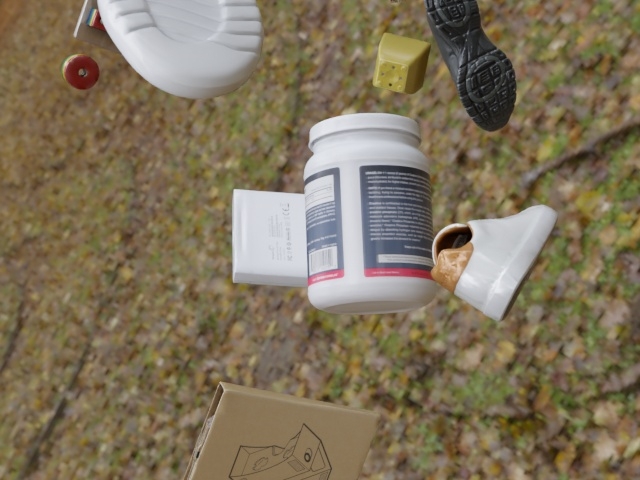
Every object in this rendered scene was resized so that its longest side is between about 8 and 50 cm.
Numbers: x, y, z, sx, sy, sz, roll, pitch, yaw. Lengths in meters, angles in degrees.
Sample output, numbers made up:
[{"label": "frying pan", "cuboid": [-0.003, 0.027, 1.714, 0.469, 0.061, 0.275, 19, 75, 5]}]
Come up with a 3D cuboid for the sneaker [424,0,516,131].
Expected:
[{"label": "sneaker", "cuboid": [0.267, -0.332, 2.003, 0.109, 0.286, 0.130, -21, 4, 1]}]

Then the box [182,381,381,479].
[{"label": "box", "cuboid": [-0.047, 0.247, 1.230, 0.021, 0.201, 0.164, 40, 112, 60]}]

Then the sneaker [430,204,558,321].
[{"label": "sneaker", "cuboid": [0.214, 0.001, 1.384, 0.290, 0.123, 0.106, -34, -32, -65]}]

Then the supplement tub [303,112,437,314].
[{"label": "supplement tub", "cuboid": [0.072, -0.034, 1.661, 0.191, 0.191, 0.272, -18, 70, 56]}]

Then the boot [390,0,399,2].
[{"label": "boot", "cuboid": [0.144, -0.391, 1.674, 0.158, 0.084, 0.059, -61, -32, -82]}]

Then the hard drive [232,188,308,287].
[{"label": "hard drive", "cuboid": [0.000, 0.000, 1.968, 0.040, 0.307, 0.203, 104, 167, -45]}]

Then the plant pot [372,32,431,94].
[{"label": "plant pot", "cuboid": [0.125, -0.280, 1.819, 0.083, 0.081, 0.081, -55, -22, -58]}]

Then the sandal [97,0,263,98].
[{"label": "sandal", "cuboid": [-0.170, -0.257, 1.182, 0.416, 0.169, 0.102, -113, 34, -43]}]

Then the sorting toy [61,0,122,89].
[{"label": "sorting toy", "cuboid": [-0.237, -0.316, 1.482, 0.046, 0.132, 0.275, 29, 100, 60]}]
